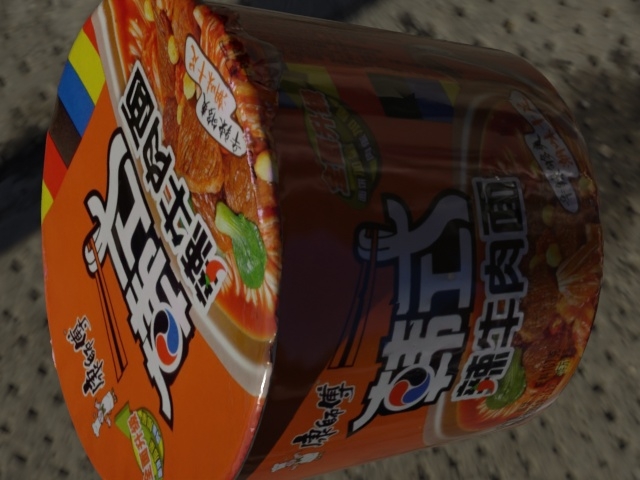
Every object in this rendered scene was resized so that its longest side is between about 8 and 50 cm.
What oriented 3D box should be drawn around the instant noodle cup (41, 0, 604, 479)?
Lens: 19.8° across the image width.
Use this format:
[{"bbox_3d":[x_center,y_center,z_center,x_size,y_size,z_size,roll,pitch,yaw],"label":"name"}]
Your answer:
[{"bbox_3d":[0.000,0.000,0.874,0.192,0.250,0.250,-3,101,-30],"label":"instant noodle cup"}]
